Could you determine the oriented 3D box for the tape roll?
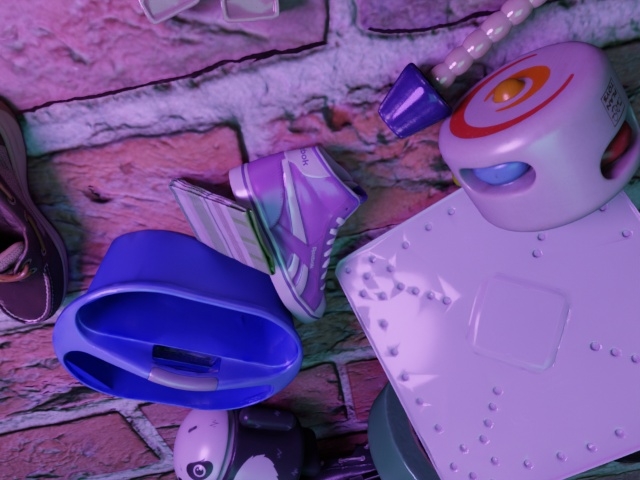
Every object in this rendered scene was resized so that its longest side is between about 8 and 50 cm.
[{"bbox_3d":[0.244,0.362,0.890,0.321,0.321,0.077,13,125,-19],"label":"tape roll"}]

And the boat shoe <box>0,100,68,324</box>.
[{"bbox_3d":[-0.401,-0.002,0.609,0.123,0.123,0.342,2,129,-11],"label":"boat shoe"}]

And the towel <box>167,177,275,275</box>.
[{"bbox_3d":[-0.124,-0.020,0.643,0.023,0.152,0.113,-47,140,-28],"label":"towel"}]

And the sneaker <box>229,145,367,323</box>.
[{"bbox_3d":[0.000,0.000,0.696,0.160,0.102,0.282,-19,130,2],"label":"sneaker"}]

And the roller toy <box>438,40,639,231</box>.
[{"bbox_3d":[0.242,-0.121,0.564,0.209,0.191,0.146,-33,117,18],"label":"roller toy"}]

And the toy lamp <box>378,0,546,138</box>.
[{"bbox_3d":[0.180,-0.220,0.552,0.080,0.080,0.274,34,118,-31],"label":"toy lamp"}]

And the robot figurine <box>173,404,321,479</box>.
[{"bbox_3d":[-0.139,0.408,0.960,0.278,0.173,0.209,20,80,-24],"label":"robot figurine"}]

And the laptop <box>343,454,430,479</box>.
[{"bbox_3d":[0.210,0.567,0.985,0.381,0.236,0.408,2,134,-32],"label":"laptop"}]

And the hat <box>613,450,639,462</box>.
[{"bbox_3d":[0.717,0.423,1.146,0.331,0.134,0.332,-4,129,-5],"label":"hat"}]

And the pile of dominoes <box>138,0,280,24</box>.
[{"bbox_3d":[-0.089,-0.335,0.454,0.195,0.040,0.251,-6,122,-3],"label":"pile of dominoes"}]

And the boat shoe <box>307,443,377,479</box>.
[{"bbox_3d":[0.091,0.512,1.141,0.302,0.091,0.114,-18,146,0],"label":"boat shoe"}]

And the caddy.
[{"bbox_3d":[-0.193,0.138,0.725,0.341,0.179,0.241,17,124,-22],"label":"caddy"}]

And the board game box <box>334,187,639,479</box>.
[{"bbox_3d":[0.269,0.110,0.685,0.389,0.390,0.050,-32,165,17],"label":"board game box"}]
